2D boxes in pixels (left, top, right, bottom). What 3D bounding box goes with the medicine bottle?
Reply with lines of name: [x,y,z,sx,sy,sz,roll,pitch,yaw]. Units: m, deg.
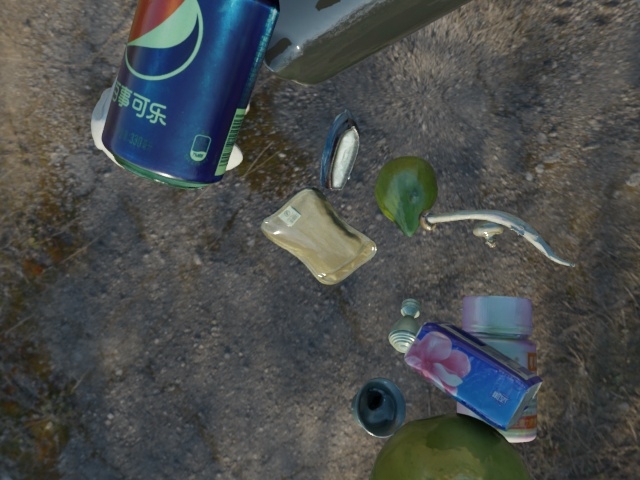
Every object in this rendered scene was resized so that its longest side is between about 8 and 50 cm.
medicine bottle: [0.500,0.357,1.623,0.219,0.219,0.389,1,79,10]

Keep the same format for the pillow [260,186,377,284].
pillow: [0.000,0.000,0.999,0.130,0.033,0.217,-38,129,16]

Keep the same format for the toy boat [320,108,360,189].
toy boat: [0.032,-0.149,0.951,0.060,0.061,0.137,2,120,-18]

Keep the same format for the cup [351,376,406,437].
cup: [0.180,0.591,2.012,0.199,0.199,0.150,48,150,-4]

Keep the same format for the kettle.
kettle: [0.057,-0.360,0.687,0.307,0.203,0.263,-21,69,38]

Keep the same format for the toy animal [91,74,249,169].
toy animal: [-0.271,-0.205,0.965,0.249,0.289,0.174,28,110,24]

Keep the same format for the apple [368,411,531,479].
apple: [0.287,0.567,1.267,0.311,0.360,0.320,21,106,-15]

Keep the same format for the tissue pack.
tissue pack: [0.352,0.306,1.315,0.269,0.209,0.137,30,100,28]

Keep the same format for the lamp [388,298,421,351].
lamp: [0.279,0.274,1.830,0.106,0.193,0.106,9,135,9]

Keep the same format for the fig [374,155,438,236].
fig: [0.214,-0.127,1.453,0.166,0.233,0.167,6,115,13]

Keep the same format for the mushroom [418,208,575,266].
mushroom: [0.325,-0.021,1.073,0.306,0.043,0.068,15,137,33]

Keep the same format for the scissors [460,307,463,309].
scissors: [0.498,0.241,1.905,0.083,0.006,0.036,23,87,-20]

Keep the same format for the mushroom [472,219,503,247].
mushroom: [0.466,-0.020,1.574,0.085,0.085,0.079,-5,84,12]

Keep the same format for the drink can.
drink can: [-0.113,-0.155,0.505,0.118,0.118,0.205,23,105,4]
